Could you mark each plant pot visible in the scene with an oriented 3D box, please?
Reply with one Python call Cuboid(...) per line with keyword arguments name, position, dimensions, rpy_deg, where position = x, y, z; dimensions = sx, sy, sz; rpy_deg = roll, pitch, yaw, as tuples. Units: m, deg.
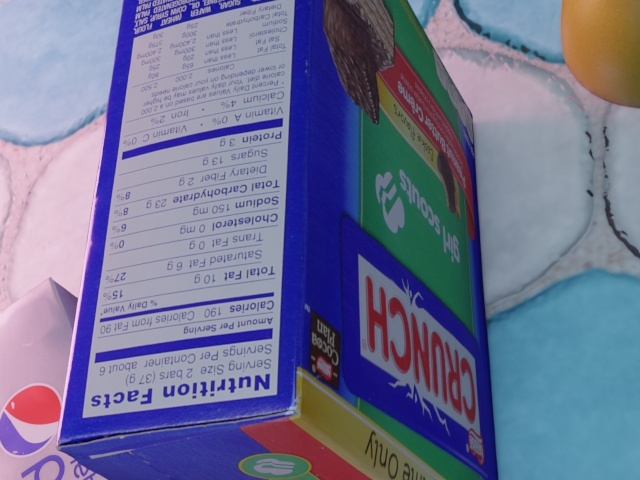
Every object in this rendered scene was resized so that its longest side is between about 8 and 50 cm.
Cuboid(name="plant pot", position=(0.214, -0.168, 0.717), dimensions=(0.134, 0.095, 0.134), rpy_deg=(-11, 57, 18))

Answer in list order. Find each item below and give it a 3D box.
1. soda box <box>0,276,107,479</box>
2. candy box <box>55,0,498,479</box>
Cuboid(name="soda box", position=(-0.139, 0.165, 0.682), dimensions=(0.098, 0.091, 0.286), rpy_deg=(-34, 54, 4))
Cuboid(name="candy box", position=(0.000, 0.000, 0.608), dimensions=(0.122, 0.268, 0.317), rpy_deg=(-11, 59, 22))
